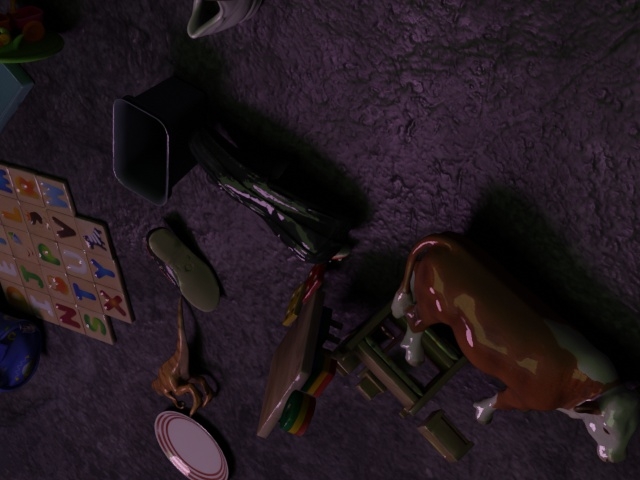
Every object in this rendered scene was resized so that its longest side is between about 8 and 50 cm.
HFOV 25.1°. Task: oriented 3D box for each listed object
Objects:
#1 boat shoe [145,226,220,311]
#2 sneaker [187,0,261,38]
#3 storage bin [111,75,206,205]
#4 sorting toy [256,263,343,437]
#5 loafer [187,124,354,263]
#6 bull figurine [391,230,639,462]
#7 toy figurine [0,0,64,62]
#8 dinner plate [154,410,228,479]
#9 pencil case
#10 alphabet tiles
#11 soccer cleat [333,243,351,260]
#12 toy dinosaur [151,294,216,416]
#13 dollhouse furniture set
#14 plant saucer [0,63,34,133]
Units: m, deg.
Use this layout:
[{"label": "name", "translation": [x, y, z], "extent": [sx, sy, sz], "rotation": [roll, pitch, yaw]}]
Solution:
[{"label": "boat shoe", "translation": [-0.178, 0.036, 1.878], "extent": [0.133, 0.049, 0.042], "rotation": [51, 170, -16]}, {"label": "sneaker", "translation": [-0.091, -0.289, 1.472], "extent": [0.080, 0.094, 0.212], "rotation": [37, 140, 16]}, {"label": "storage bin", "translation": [-0.190, -0.127, 1.707], "extent": [0.098, 0.091, 0.135], "rotation": [30, 138, 21]}, {"label": "sorting toy", "translation": [-0.018, 0.142, 1.673], "extent": [0.046, 0.275, 0.132], "rotation": [23, 132, -11]}, {"label": "loafer", "translation": [-0.056, -0.066, 1.659], "extent": [0.223, 0.076, 0.078], "rotation": [40, 106, 12]}, {"label": "bull figurine", "translation": [0.205, 0.118, 1.537], "extent": [0.310, 0.101, 0.188], "rotation": [46, 144, 1]}, {"label": "toy figurine", "translation": [-0.392, -0.303, 1.712], "extent": [0.130, 0.173, 0.159], "rotation": [32, 129, 45]}, {"label": "dinner plate", "translation": [-0.188, 0.307, 2.138], "extent": [0.141, 0.017, 0.141], "rotation": [25, 137, 25]}, {"label": "pencil case", "translation": [-0.576, 0.126, 2.257], "extent": [0.306, 0.119, 0.133], "rotation": [26, 175, 26]}, {"label": "alphabet tiles", "translation": [-0.416, 0.011, 2.104], "extent": [0.342, 0.011, 0.285], "rotation": [16, 132, 34]}, {"label": "soccer cleat", "translation": [0.000, 0.000, 1.688], "extent": [0.083, 0.029, 0.036], "rotation": [19, 138, 38]}, {"label": "toy dinosaur", "translation": [-0.197, 0.184, 2.004], "extent": [0.112, 0.064, 0.211], "rotation": [42, 141, 10]}, {"label": "dollhouse furniture set", "translation": [0.114, 0.162, 1.698], "extent": [0.182, 0.101, 0.161], "rotation": [47, 166, 1]}, {"label": "plant saucer", "translation": [-0.445, -0.190, 1.954], "extent": [0.067, 0.018, 0.192], "rotation": [49, 143, -1]}]
